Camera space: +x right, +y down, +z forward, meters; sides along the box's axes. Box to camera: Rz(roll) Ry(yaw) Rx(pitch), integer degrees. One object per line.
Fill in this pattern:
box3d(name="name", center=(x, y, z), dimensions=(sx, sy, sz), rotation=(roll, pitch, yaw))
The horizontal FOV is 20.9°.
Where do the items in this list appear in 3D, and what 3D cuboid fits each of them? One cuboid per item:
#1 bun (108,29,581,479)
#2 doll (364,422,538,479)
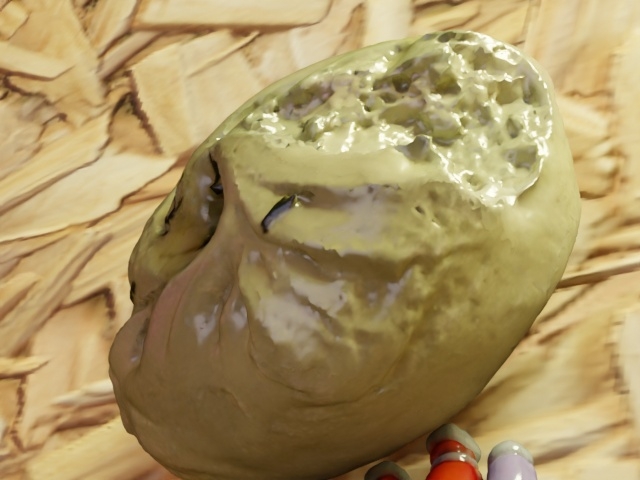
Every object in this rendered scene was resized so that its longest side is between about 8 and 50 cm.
box3d(name="bun", center=(0.000, 0.000, 0.730), dimensions=(0.237, 0.116, 0.210), rotation=(-49, 27, -1))
box3d(name="doll", center=(0.041, 0.144, 0.598), dimensions=(0.102, 0.075, 0.227), rotation=(-36, 25, 17))
